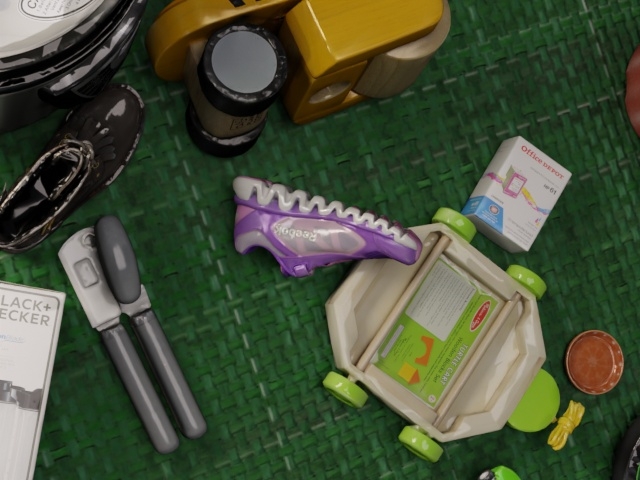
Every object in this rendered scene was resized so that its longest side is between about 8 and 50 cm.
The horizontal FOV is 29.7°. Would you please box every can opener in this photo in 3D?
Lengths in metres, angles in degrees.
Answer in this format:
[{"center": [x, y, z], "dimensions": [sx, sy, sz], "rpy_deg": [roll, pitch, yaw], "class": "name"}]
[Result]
[{"center": [-0.212, 0.110, 1.369], "dimensions": [0.074, 0.093, 0.280], "rpy_deg": [-25, 98, -18], "class": "can opener"}]

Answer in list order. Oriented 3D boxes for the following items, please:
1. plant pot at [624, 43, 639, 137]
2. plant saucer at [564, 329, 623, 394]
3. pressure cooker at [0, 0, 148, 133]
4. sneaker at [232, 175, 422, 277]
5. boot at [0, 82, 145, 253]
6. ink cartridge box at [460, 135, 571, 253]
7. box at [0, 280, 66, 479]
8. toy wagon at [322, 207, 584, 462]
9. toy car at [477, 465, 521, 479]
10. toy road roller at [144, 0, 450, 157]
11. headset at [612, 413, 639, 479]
[{"center": [0.538, -0.206, 1.522], "dimensions": [0.272, 0.265, 0.272], "rpy_deg": [1, 86, -16], "class": "plant pot"}, {"center": [0.354, 0.158, 1.570], "dimensions": [0.083, 0.013, 0.083], "rpy_deg": [1, 86, -17], "class": "plant saucer"}, {"center": [-0.355, -0.297, 1.179], "dimensions": [0.376, 0.420, 0.369], "rpy_deg": [-19, 90, -18], "class": "pressure cooker"}, {"center": [0.000, 0.000, 1.420], "dimensions": [0.236, 0.095, 0.104], "rpy_deg": [16, 92, 9], "class": "sneaker"}, {"center": [-0.264, -0.077, 1.288], "dimensions": [0.091, 0.229, 0.263], "rpy_deg": [39, 76, -10], "class": "boot"}, {"center": [0.248, -0.058, 1.534], "dimensions": [0.088, 0.052, 0.122], "rpy_deg": [34, 76, -12], "class": "ink cartridge box"}, {"center": [-0.343, 0.189, 1.278], "dimensions": [0.087, 0.169, 0.290], "rpy_deg": [10, 82, -16], "class": "box"}, {"center": [0.172, 0.139, 1.490], "dimensions": [0.344, 0.068, 0.267], "rpy_deg": [38, 77, -12], "class": "toy wagon"}, {"center": [0.162, 0.369, 1.477], "dimensions": [0.225, 0.053, 0.239], "rpy_deg": [-45, 100, -15], "class": "toy car"}, {"center": [-0.041, -0.263, 1.391], "dimensions": [0.330, 0.202, 0.240], "rpy_deg": [-20, 81, -16], "class": "toy road roller"}, {"center": [0.569, 0.274, 1.537], "dimensions": [0.394, 0.185, 0.243], "rpy_deg": [-31, 96, -5], "class": "headset"}]
